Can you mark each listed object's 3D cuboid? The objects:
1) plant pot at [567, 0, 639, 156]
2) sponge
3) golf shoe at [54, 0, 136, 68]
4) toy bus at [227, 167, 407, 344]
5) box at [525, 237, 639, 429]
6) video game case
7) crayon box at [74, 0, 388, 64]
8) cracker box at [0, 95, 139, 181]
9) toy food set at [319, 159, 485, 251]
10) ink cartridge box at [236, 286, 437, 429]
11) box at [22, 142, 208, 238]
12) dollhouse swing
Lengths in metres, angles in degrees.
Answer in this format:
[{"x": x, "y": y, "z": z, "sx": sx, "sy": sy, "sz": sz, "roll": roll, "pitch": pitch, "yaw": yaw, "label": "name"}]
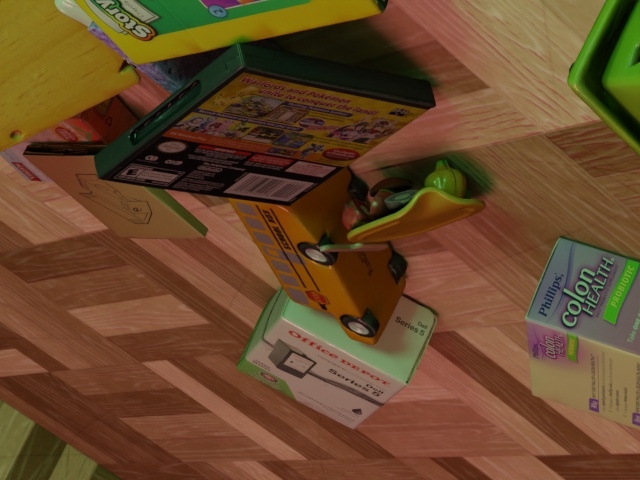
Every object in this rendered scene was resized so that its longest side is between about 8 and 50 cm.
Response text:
[{"x": 0.349, "y": -0.152, "z": 1.561, "sx": 0.228, "sy": 0.227, "sz": 0.207, "roll": 39, "pitch": 159, "yaw": -29, "label": "plant pot"}, {"x": -0.139, "y": -0.212, "z": 2.047, "sx": 0.210, "sy": 0.117, "sz": 0.031, "roll": 37, "pitch": 155, "yaw": -24, "label": "sponge"}, {"x": -0.201, "y": -0.229, "z": 2.060, "sx": 0.186, "sy": 0.086, "sz": 0.067, "roll": 17, "pitch": 143, "yaw": -25, "label": "golf shoe"}, {"x": 0.000, "y": 0.000, "z": 2.363, "sx": 0.130, "sy": 0.108, "sz": 0.333, "roll": 13, "pitch": 154, "yaw": 27, "label": "toy bus"}, {"x": 0.376, "y": 0.127, "z": 2.242, "sx": 0.243, "sy": 0.117, "sz": 0.213, "roll": 17, "pitch": 155, "yaw": 17, "label": "box"}, {"x": -0.058, "y": -0.117, "z": 2.009, "sx": 0.275, "sy": 0.035, "sz": 0.248, "roll": 7, "pitch": 150, "yaw": -43, "label": "video game case"}, {"x": -0.148, "y": -0.332, "z": 1.767, "sx": 0.313, "sy": 0.106, "sz": 0.363, "roll": -6, "pitch": 142, "yaw": 36, "label": "crayon box"}, {"x": -0.334, "y": -0.140, "z": 2.458, "sx": 0.232, "sy": 0.067, "sz": 0.156, "roll": 5, "pitch": 150, "yaw": 37, "label": "cracker box"}, {"x": 0.091, "y": -0.045, "z": 2.205, "sx": 0.128, "sy": 0.071, "sz": 0.218, "roll": -3, "pitch": 168, "yaw": -41, "label": "toy food set"}, {"x": 0.018, "y": 0.142, "z": 2.634, "sx": 0.198, "sy": 0.115, "sz": 0.273, "roll": 28, "pitch": 157, "yaw": -5, "label": "ink cartridge box"}, {"x": -0.262, "y": -0.062, "z": 2.446, "sx": 0.164, "sy": 0.021, "sz": 0.201, "roll": 2, "pitch": 150, "yaw": 42, "label": "box"}, {"x": -0.426, "y": -0.324, "z": 2.177, "sx": 0.315, "sy": 0.305, "sz": 0.347, "roll": -26, "pitch": 140, "yaw": 7, "label": "dollhouse swing"}]
